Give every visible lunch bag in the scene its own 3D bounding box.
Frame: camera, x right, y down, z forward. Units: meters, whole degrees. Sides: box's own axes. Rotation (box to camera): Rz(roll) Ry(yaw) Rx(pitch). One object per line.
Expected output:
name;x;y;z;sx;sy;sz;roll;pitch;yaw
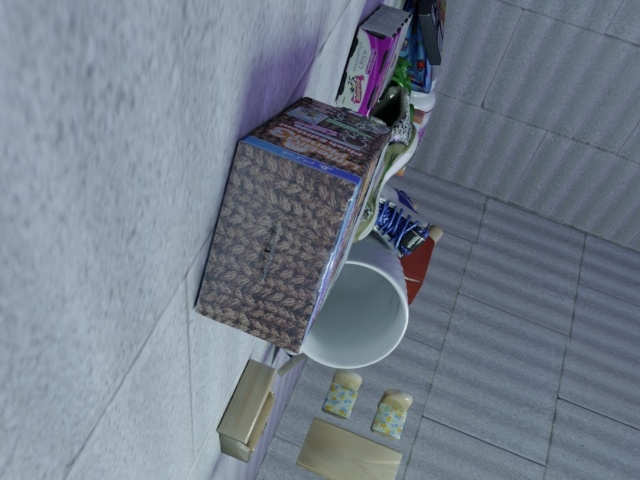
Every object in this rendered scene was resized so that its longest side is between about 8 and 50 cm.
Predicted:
lunch bag;0.270;-0.577;1.954;0.221;0.138;0.294;-32;134;-77

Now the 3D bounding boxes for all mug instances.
mug;0.034;0.135;1.686;0.374;0.276;0.328;-44;-166;19

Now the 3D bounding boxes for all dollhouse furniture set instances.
dollhouse furniture set;-0.013;0.450;1.549;0.256;0.394;0.362;100;12;-61

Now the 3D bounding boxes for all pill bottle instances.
pill bottle;0.283;-0.436;2.294;0.302;0.169;0.169;105;8;-46

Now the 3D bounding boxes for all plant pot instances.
plant pot;0.242;0.075;2.367;0.267;0.235;0.267;104;7;-59

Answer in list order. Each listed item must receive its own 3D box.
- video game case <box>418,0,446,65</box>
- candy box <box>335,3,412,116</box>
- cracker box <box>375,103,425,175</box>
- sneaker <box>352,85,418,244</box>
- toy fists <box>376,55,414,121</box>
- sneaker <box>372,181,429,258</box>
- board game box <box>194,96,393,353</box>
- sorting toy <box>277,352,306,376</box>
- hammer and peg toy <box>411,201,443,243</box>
video game case;0.287;-0.617;1.752;0.275;0.035;0.249;37;59;-71
candy box;0.108;-0.360;1.364;0.233;0.071;0.159;-59;169;-58
cracker box;0.209;-0.313;2.082;0.232;0.155;0.067;104;9;-55
sneaker;0.078;-0.167;1.398;0.182;0.158;0.410;89;26;-53
toy fists;0.200;-0.361;1.842;0.142;0.096;0.279;-84;165;-48
sneaker;0.155;-0.063;1.588;0.315;0.182;0.127;22;111;-45
board game box;-0.024;-0.037;0.918;0.291;0.141;0.232;-57;167;-65
sorting toy;-0.014;0.252;1.974;0.257;0.089;0.255;-36;172;-30
hammer and peg toy;0.256;-0.057;2.539;0.127;0.361;0.266;-43;163;-27
